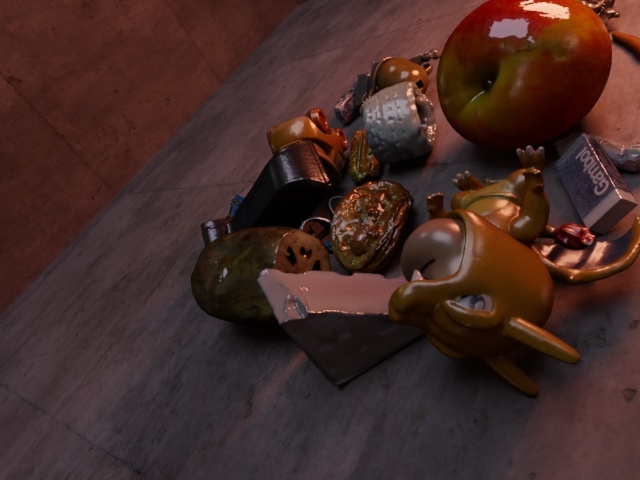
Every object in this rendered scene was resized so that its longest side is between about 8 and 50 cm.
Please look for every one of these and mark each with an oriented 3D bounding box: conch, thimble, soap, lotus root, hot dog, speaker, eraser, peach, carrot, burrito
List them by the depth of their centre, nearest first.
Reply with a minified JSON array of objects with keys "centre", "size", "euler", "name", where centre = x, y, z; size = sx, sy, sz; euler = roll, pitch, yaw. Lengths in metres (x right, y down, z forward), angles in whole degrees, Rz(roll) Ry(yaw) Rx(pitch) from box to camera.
[{"centre":[0.067,0.113,0.970],"size":[0.302,0.258,0.159],"euler":[-34,33,1],"name":"soap"},{"centre":[0.543,-0.115,0.986],"size":[0.213,0.046,0.092],"euler":[-86,19,-45],"name":"eraser"},{"centre":[0.603,-0.193,1.061],"size":[0.064,0.064,0.203],"euler":[-41,32,-9],"name":"burrito"},{"centre":[0.481,-0.400,1.169],"size":[0.387,0.388,0.389],"euler":[-23,36,18],"name":"peach"},{"centre":[-0.158,0.092,1.193],"size":[0.345,0.251,0.251],"euler":[-8,43,35],"name":"lotus root"},{"centre":[0.126,-0.040,1.226],"size":[0.195,0.122,0.272],"euler":[4,47,30],"name":"hot dog"},{"centre":[0.815,-0.518,1.297],"size":[0.037,0.037,0.190],"euler":[-23,32,18],"name":"carrot"},{"centre":[-0.157,-0.094,1.349],"size":[0.388,0.184,0.180],"euler":[-49,49,36],"name":"speaker"},{"centre":[0.232,-0.342,1.422],"size":[0.171,0.205,0.250],"euler":[-15,41,27],"name":"thimble"},{"centre":[0.755,-0.693,1.444],"size":[0.240,0.186,0.313],"euler":[29,46,24],"name":"conch"},{"centre":[0.144,-0.272,1.538],"size":[0.114,0.072,0.269],"euler":[-14,38,15],"name":"hot dog"}]

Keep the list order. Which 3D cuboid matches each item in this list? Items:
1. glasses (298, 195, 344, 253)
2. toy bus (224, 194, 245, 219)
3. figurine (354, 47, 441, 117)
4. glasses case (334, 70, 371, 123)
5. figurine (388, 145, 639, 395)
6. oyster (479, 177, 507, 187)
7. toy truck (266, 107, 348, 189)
[{"centre":[-0.017,-0.032,1.336],"size":[0.206,0.102,0.239],"euler":[-13,22,39],"name":"glasses"},{"centre":[-0.253,-0.051,1.567],"size":[0.185,0.106,0.090],"euler":[-86,17,-48],"name":"toy bus"},{"centre":[0.252,-0.533,1.674],"size":[0.343,0.167,0.285],"euler":[-61,29,-1],"name":"figurine"},{"centre":[0.140,-0.534,1.840],"size":[0.065,0.087,0.248],"euler":[5,48,50],"name":"glasses case"},{"centre":[0.320,0.029,0.852],"size":[0.400,0.268,0.387],"euler":[-2,45,35],"name":"figurine"},{"centre":[0.387,-0.079,1.091],"size":[0.190,0.081,0.163],"euler":[-30,39,14],"name":"oyster"},{"centre":[-0.041,-0.266,1.528],"size":[0.204,0.288,0.212],"euler":[-17,63,23],"name":"toy truck"}]
